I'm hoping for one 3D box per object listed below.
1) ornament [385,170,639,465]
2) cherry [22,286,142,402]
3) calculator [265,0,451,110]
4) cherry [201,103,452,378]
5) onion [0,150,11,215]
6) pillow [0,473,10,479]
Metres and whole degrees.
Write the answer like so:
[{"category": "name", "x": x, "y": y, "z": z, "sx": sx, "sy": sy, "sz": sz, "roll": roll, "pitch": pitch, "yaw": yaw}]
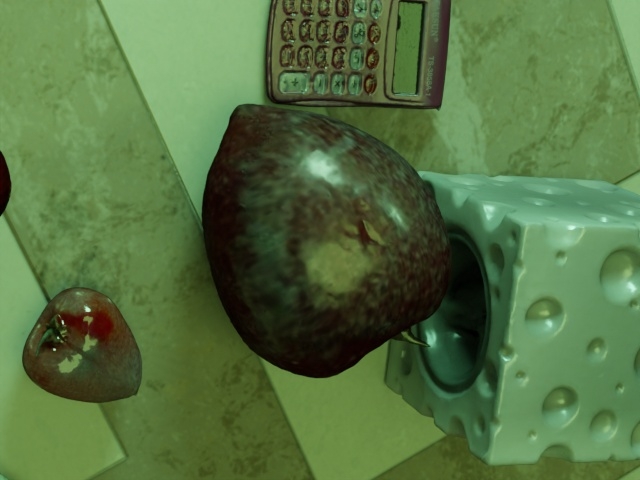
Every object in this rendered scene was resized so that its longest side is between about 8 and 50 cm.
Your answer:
[{"category": "ornament", "x": 0.231, "y": 0.072, "z": 1.618, "sx": 0.239, "sy": 0.240, "sz": 0.239, "roll": 1, "pitch": 104, "yaw": -23}, {"category": "cherry", "x": -0.231, "y": 0.105, "z": 1.524, "sx": 0.106, "sy": 0.087, "sz": 0.126, "roll": -38, "pitch": 133, "yaw": -16}, {"category": "calculator", "x": 0.038, "y": -0.194, "z": 1.583, "sx": 0.190, "sy": 0.034, "sz": 0.127, "roll": 1, "pitch": 105, "yaw": -17}, {"category": "cherry", "x": 0.000, "y": 0.000, "z": 1.530, "sx": 0.230, "sy": 0.203, "sz": 0.300, "roll": -34, "pitch": 100, "yaw": -5}, {"category": "onion", "x": -0.341, "y": -0.051, "z": 1.420, "sx": 0.131, "sy": 0.131, "sz": 0.131, "roll": -6, "pitch": 106, "yaw": -21}, {"category": "pillow", "x": -0.378, "y": 0.219, "z": 1.501, "sx": 0.144, "sy": 0.078, "sz": 0.254, "roll": -45, "pitch": 116, "yaw": -16}]
